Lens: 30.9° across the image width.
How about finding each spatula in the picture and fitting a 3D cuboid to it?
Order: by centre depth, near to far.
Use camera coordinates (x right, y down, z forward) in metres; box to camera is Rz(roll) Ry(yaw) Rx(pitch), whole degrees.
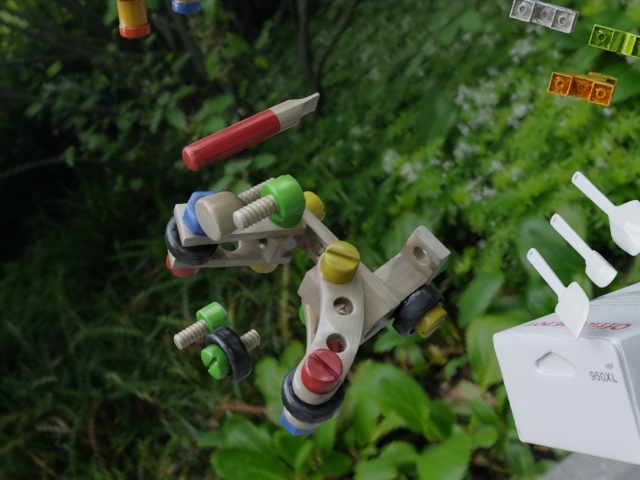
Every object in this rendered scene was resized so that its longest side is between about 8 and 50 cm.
[{"bbox_3d":[0.326,0.005,1.432,0.168,0.019,0.242,-63,13,16],"label":"spatula"}]

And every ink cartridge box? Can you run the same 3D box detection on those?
[{"bbox_3d":[0.474,0.145,1.535,0.395,0.166,0.285,-16,3,-23],"label":"ink cartridge box"}]

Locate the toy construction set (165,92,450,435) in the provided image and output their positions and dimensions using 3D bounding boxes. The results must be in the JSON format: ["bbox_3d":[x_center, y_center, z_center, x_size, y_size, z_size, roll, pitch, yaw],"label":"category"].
[{"bbox_3d":[0.000,0.000,1.112,0.237,0.308,0.257,-29,45,-26],"label":"toy construction set"}]

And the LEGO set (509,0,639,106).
[{"bbox_3d":[0.284,-0.158,1.073,0.093,0.227,0.087,-37,-36,-70],"label":"LEGO set"}]

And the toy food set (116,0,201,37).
[{"bbox_3d":[-0.131,-0.260,0.990,0.111,0.104,0.232,-5,29,-5],"label":"toy food set"}]
